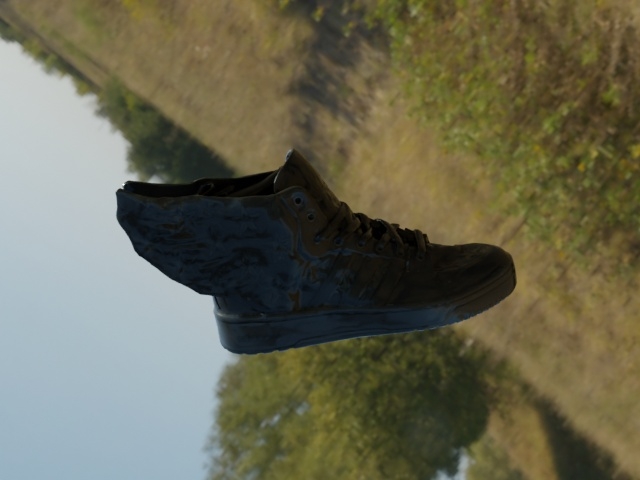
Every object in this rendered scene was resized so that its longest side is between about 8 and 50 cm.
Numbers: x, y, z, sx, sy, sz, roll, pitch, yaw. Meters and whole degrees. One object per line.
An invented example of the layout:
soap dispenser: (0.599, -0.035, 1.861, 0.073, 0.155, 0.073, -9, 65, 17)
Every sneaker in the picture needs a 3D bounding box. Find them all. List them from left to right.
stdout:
sneaker: (0.000, -0.001, 0.474, 0.051, 0.170, 0.089, -94, -7, -73)
